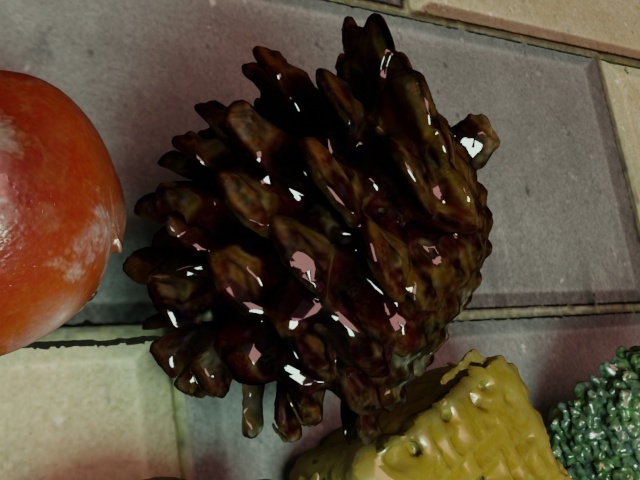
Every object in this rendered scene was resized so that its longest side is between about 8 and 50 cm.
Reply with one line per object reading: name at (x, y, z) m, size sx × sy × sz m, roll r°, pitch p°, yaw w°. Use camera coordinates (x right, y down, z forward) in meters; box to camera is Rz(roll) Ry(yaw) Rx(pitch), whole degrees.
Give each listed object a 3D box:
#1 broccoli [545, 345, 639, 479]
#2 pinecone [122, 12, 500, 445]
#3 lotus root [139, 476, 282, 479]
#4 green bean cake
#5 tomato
broccoli at (0.364, 0.197, 0.957) m, size 0.263 × 0.246 × 0.243 m, roll 23°, pitch 14°, yaw 12°
pinecone at (-0.007, -0.001, 0.690) m, size 0.242 × 0.298 × 0.295 m, roll 35°, pitch 89°, yaw 10°
lotus root at (-0.143, 0.254, 0.570) m, size 0.349 × 0.175 × 0.175 m, roll -37°, pitch 98°, yaw -44°
green bean cake at (0.109, 0.225, 0.788) m, size 0.230 × 0.131 × 0.224 m, roll -27°, pitch 90°, yaw -41°
tomato at (-0.229, -0.030, 0.603) m, size 0.228 × 0.112 × 0.199 m, roll -12°, pitch 76°, yaw -26°
